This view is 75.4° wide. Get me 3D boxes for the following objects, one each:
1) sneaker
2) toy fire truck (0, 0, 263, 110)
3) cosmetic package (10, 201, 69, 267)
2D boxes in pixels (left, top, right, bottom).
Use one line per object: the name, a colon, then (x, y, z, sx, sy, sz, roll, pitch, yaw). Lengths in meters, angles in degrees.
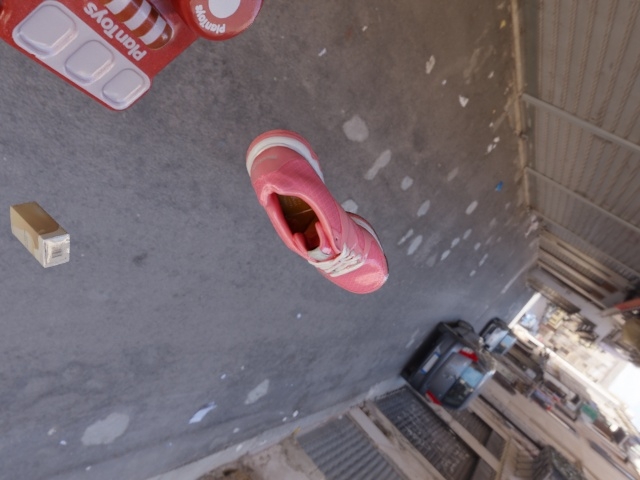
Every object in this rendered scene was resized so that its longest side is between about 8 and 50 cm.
sneaker: (-0.001, 0.000, 0.587, 0.116, 0.136, 0.313, -29, 125, 18)
toy fire truck: (-0.221, -0.274, 0.401, 0.254, 0.169, 0.302, -40, 163, 6)
cosmetic package: (-0.475, -0.012, 0.701, 0.041, 0.115, 0.060, -24, 140, -51)
